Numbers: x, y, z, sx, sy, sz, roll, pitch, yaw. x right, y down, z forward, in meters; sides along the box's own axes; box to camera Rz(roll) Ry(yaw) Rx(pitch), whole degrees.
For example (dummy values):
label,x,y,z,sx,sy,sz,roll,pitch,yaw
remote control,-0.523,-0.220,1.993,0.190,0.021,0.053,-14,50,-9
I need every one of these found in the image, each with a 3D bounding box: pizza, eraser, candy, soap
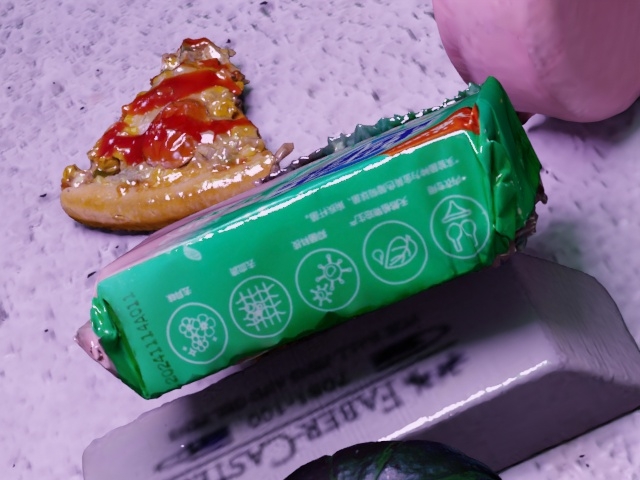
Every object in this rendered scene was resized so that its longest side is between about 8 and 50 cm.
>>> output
label,x,y,z,sx,sy,sz,roll,pitch,yaw
pizza,-0.107,-0.095,1.505,0.188,0.062,0.199,-10,45,16
eraser,0.027,0.112,1.230,0.352,0.077,0.111,-25,43,3
candy,0.172,-0.196,1.334,0.094,0.255,0.255,14,57,37
soap,0.001,0.002,1.215,0.273,0.098,0.218,-23,11,14

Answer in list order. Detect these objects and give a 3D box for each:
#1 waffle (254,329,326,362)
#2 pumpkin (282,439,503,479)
label,x,y,z,sx,sy,sz,roll,pitch,yaw
waffle,0.014,0.033,1.335,0.148,0.042,0.102,-30,43,-1
pumpkin,0.034,0.202,1.098,0.202,0.140,0.202,-16,45,17
